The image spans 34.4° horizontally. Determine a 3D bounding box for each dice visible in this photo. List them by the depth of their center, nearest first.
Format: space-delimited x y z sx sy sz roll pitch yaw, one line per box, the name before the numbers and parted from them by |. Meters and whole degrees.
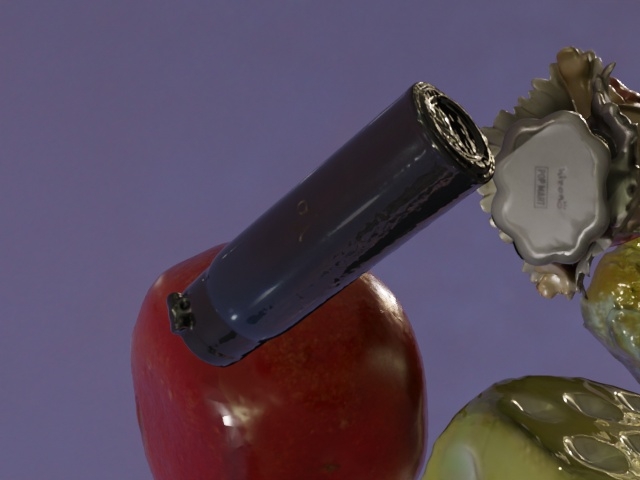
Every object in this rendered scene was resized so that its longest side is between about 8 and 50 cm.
dice | 0.172 0.199 0.683 0.169 0.166 0.169 4 -72 -32

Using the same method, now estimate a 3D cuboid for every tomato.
tomato | -0.045 0.163 1.089 0.293 0.325 0.290 -2 -155 -18

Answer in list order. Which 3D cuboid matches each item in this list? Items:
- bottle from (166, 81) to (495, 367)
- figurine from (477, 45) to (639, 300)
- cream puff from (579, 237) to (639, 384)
bottle | 0.000 0.000 0.665 0.082 0.244 0.072 19 -137 -44
figurine | 0.246 -0.060 0.888 0.387 0.166 0.207 -15 -75 -61
cream puff | 0.497 0.091 1.196 0.378 0.275 0.378 46 180 0
